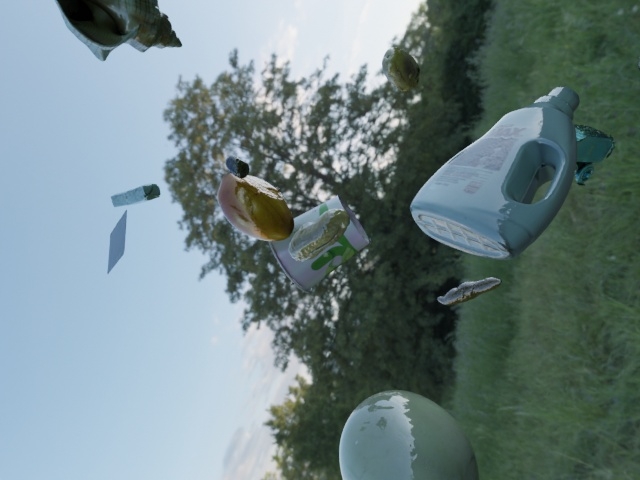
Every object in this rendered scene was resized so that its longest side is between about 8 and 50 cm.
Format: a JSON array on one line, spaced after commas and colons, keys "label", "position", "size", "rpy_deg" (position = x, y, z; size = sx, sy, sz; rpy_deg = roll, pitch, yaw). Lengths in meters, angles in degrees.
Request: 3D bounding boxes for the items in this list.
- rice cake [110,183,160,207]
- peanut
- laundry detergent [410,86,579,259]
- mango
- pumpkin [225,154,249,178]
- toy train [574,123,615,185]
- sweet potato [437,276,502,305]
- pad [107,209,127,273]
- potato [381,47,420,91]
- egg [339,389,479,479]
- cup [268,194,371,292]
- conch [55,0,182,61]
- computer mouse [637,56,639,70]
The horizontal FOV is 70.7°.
[{"label": "rice cake", "position": [-0.476, -0.114, 1.157], "size": [0.045, 0.245, 0.042], "rpy_deg": [-24, -76, -39]}, {"label": "peanut", "position": [-0.005, -0.016, 1.035], "size": [0.174, 0.080, 0.080], "rpy_deg": [-34, 10, 27]}, {"label": "laundry detergent", "position": [0.390, -0.150, 0.890], "size": [0.398, 0.264, 0.124], "rpy_deg": [-46, -56, -12]}, {"label": "mango", "position": [-0.188, -0.088, 1.355], "size": [0.187, 0.257, 0.138], "rpy_deg": [-9, -42, -40]}, {"label": "pumpkin", "position": [-0.244, -0.213, 1.291], "size": [0.050, 0.083, 0.028], "rpy_deg": [-58, -15, 13]}, {"label": "toy train", "position": [0.742, -0.255, 1.324], "size": [0.112, 0.203, 0.163], "rpy_deg": [51, 136, 44]}, {"label": "sweet potato", "position": [0.490, 0.165, 1.484], "size": [0.274, 0.067, 0.067], "rpy_deg": [-35, 23, 49]}, {"label": "pad", "position": [-0.479, 0.006, 1.061], "size": [0.157, 0.003, 0.112], "rpy_deg": [-32, 57, 46]}, {"label": "potato", "position": [0.241, -0.505, 1.337], "size": [0.170, 0.080, 0.107], "rpy_deg": [17, -109, -48]}, {"label": "egg", "position": [0.142, 0.366, 0.741], "size": [0.269, 0.219, 0.219], "rpy_deg": [-123, 48, -66]}, {"label": "cup", "position": [0.000, 0.000, 1.480], "size": [0.274, 0.253, 0.253], "rpy_deg": [-33, -2, 10]}, {"label": "conch", "position": [-0.501, -0.524, 1.046], "size": [0.170, 0.386, 0.203], "rpy_deg": [-1, 85, 54]}, {"label": "computer mouse", "position": [0.770, -0.392, 0.964], "size": [0.062, 0.106, 0.192], "rpy_deg": [-47, 5, 2]}]
